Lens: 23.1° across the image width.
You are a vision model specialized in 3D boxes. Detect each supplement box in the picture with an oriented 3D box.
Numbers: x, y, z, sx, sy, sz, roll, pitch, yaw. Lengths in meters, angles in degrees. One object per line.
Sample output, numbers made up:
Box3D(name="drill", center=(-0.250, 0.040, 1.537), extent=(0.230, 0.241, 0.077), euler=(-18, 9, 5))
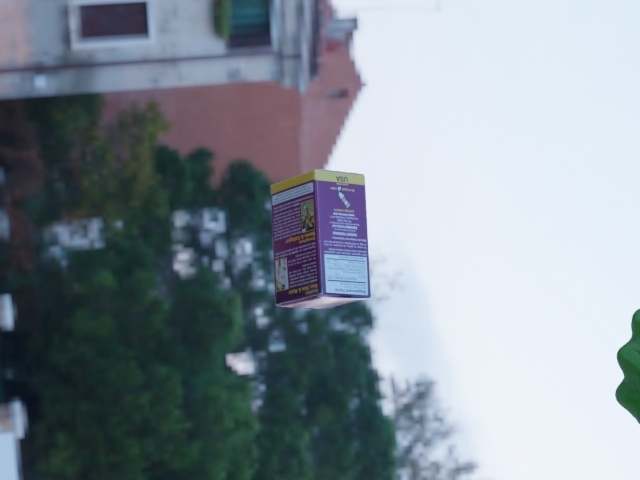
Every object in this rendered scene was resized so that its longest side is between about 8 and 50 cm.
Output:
Box3D(name="supplement box", center=(0.000, 0.000, 1.021), extent=(0.055, 0.043, 0.083), euler=(-14, -105, 53))

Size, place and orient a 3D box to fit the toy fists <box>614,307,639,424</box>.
Box3D(name="toy fists", center=(0.374, 0.059, 1.369), extent=(0.142, 0.279, 0.096), euler=(40, 6, 29))
